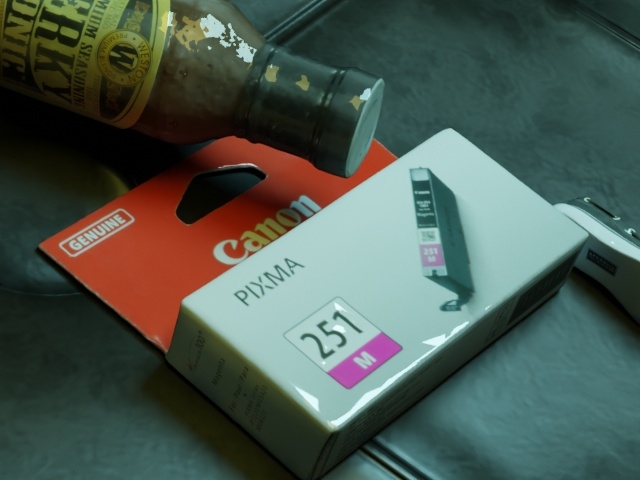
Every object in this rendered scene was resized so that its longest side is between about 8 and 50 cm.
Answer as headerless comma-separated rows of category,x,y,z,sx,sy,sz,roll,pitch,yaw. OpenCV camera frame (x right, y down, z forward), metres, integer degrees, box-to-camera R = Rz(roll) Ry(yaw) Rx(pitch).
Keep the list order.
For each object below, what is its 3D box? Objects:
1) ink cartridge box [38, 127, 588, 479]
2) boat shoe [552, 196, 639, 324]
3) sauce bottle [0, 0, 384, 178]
ink cartridge box,0.000,0.000,1.275,0.239,0.060,0.275,40,47,19
boat shoe,0.212,0.016,1.340,0.142,0.049,0.040,40,46,23
sauce bottle,-0.128,-0.131,1.300,0.344,0.111,0.111,18,43,9
